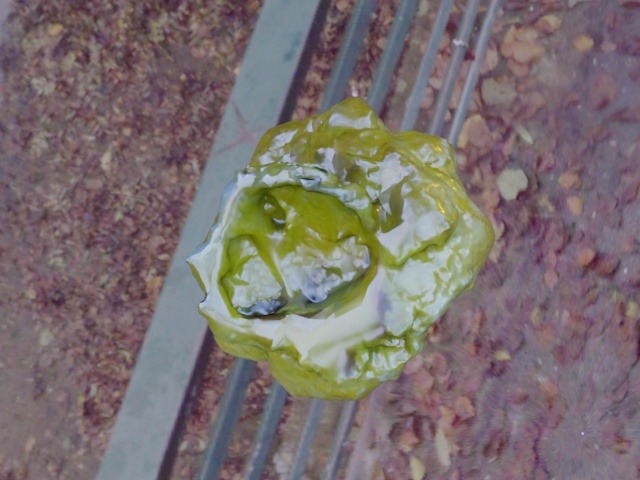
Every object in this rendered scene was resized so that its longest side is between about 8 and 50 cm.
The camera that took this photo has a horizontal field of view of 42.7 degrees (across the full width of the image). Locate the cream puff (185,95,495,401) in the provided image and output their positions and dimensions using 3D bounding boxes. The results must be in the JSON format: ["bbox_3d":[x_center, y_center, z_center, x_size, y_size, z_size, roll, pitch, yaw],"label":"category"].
[{"bbox_3d":[0.001,0.001,0.701,0.282,0.185,0.281,-18,56,29],"label":"cream puff"}]
